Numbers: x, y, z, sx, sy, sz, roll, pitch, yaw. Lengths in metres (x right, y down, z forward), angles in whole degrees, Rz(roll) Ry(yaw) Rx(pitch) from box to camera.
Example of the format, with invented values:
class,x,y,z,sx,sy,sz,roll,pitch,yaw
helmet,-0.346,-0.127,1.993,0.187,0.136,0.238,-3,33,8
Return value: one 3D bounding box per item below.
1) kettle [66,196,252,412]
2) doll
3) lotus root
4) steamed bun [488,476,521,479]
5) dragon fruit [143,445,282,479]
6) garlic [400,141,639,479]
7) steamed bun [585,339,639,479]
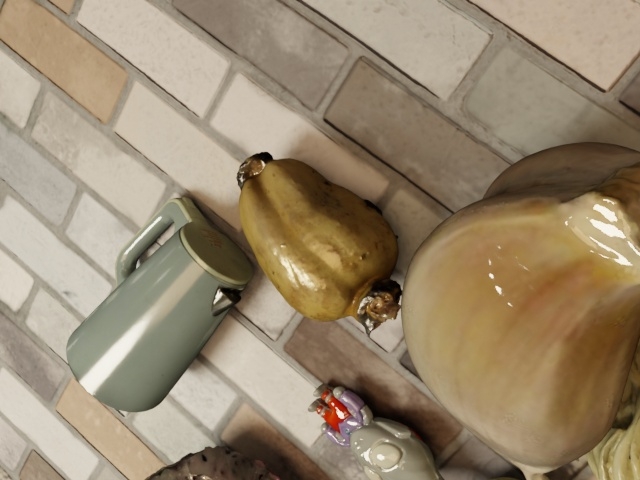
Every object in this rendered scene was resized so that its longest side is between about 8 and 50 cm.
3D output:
class,x,y,z,sx,sy,sz,roll,pitch,yaw
kettle,-0.223,0.077,0.721,0.243,0.160,0.210,-48,54,14
doll,0.083,0.271,0.672,0.227,0.075,0.102,34,127,22
lotus root,0.000,0.000,0.613,0.154,0.140,0.257,-38,77,-7
steamed bun,0.227,0.343,0.620,0.129,0.091,0.113,-6,109,6
dragon fruit,-0.147,0.440,0.729,0.283,0.204,0.221,25,136,2
garlic,0.224,0.072,0.503,0.245,0.231,0.340,14,123,43
steamed bun,0.405,0.195,0.469,0.289,0.203,0.276,-40,86,21
